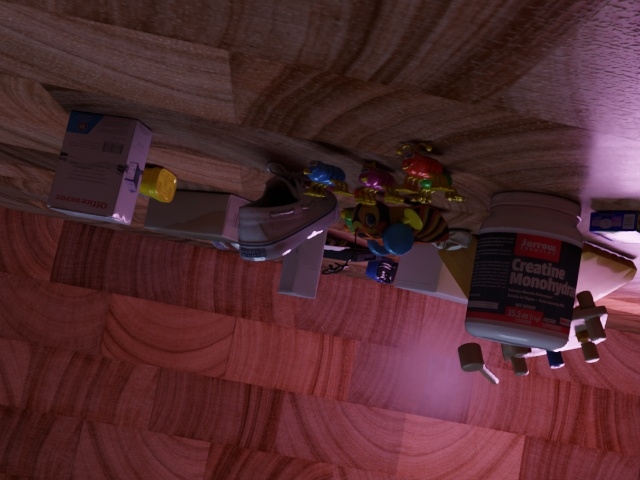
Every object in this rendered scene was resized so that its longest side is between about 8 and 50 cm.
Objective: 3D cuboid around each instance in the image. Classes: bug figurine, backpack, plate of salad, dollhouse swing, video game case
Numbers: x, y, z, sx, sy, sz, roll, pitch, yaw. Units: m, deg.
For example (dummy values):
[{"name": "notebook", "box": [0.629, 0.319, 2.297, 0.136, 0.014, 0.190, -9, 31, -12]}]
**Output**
[{"name": "bug figurine", "box": [0.116, -0.109, 1.220, 0.279, 0.072, 0.216, 0, 174, 36]}, {"name": "backpack", "box": [0.223, 0.112, 2.708, 0.101, 0.097, 0.120, 10, 175, 39]}, {"name": "plate of salad", "box": [0.000, 0.000, 2.333, 0.200, 0.048, 0.200, 8, -178, 0]}, {"name": "dollhouse swing", "box": [0.569, 0.051, 1.851, 0.347, 0.305, 0.315, 16, -147, -35]}, {"name": "video game case", "box": [0.048, 0.041, 2.493, 0.275, 0.035, 0.248, 8, -177, 23]}]

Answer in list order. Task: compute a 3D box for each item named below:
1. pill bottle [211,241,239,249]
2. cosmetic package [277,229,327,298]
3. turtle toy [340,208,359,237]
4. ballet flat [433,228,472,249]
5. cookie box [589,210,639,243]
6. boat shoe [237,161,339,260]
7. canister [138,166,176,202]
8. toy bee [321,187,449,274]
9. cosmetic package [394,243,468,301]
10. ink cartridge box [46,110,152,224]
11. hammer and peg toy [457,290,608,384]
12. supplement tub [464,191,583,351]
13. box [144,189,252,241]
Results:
[{"name": "pill bottle", "box": [-0.257, -0.029, 2.228, 0.121, 0.121, 0.216, 15, 171, -32]}, {"name": "cosmetic package", "box": [-0.053, 0.050, 2.093, 0.086, 0.230, 0.117, 14, 172, -23]}, {"name": "turtle toy", "box": [0.113, -0.038, 1.811, 0.130, 0.066, 0.095, 17, 171, -41]}, {"name": "ballet flat", "box": [0.320, -0.002, 1.832, 0.057, 0.052, 0.168, 15, 172, -31]}, {"name": "cookie box", "box": [0.571, -0.023, 1.327, 0.107, 0.040, 0.092, 16, 171, -40]}, {"name": "boat shoe", "box": [-0.068, -0.088, 1.461, 0.136, 0.156, 0.367, 2, -161, 26]}, {"name": "canister", "box": [-0.463, -0.151, 1.776, 0.170, 0.073, 0.126, 11, 173, 10]}, {"name": "toy bee", "box": [0.140, -0.042, 1.536, 0.195, 0.162, 0.298, -8, -174, 45]}, {"name": "cosmetic package", "box": [0.431, 0.111, 2.153, 0.366, 0.155, 0.197, 14, 175, -31]}, {"name": "ink cartridge box", "box": [-0.414, -0.136, 1.337, 0.140, 0.190, 0.082, 10, 173, 13]}, {"name": "hammer and peg toy", "box": [0.531, 0.252, 1.800, 0.362, 0.127, 0.266, -14, 152, 11]}, {"name": "supplement tub", "box": [0.384, 0.060, 1.332, 0.191, 0.272, 0.191, 11, 173, 1]}, {"name": "box", "box": [-0.343, -0.069, 2.040, 0.311, 0.121, 0.148, 6, 172, 35]}]
